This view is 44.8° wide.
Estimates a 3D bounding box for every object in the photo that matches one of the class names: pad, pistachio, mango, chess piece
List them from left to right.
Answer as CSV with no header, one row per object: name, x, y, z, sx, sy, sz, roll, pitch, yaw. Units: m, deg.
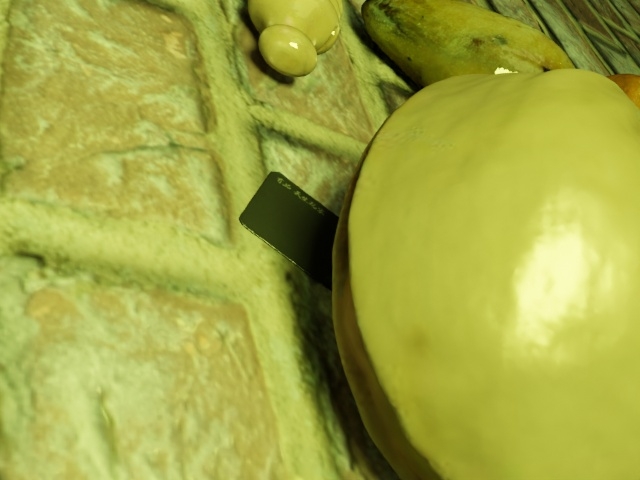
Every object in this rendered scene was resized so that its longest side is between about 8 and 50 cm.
chess piece,-0.034,-0.310,0.987,0.138,0.124,0.307,58,26,-35
pad,0.000,0.000,0.757,0.157,0.003,0.112,37,34,-8
mango,0.212,-0.261,1.136,0.330,0.175,0.176,29,-2,16
pistachio,0.185,0.035,0.680,0.366,0.281,0.445,22,57,-13

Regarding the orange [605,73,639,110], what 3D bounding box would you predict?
orange,0.501,-0.138,1.260,0.249,0.183,0.248,16,60,-30
